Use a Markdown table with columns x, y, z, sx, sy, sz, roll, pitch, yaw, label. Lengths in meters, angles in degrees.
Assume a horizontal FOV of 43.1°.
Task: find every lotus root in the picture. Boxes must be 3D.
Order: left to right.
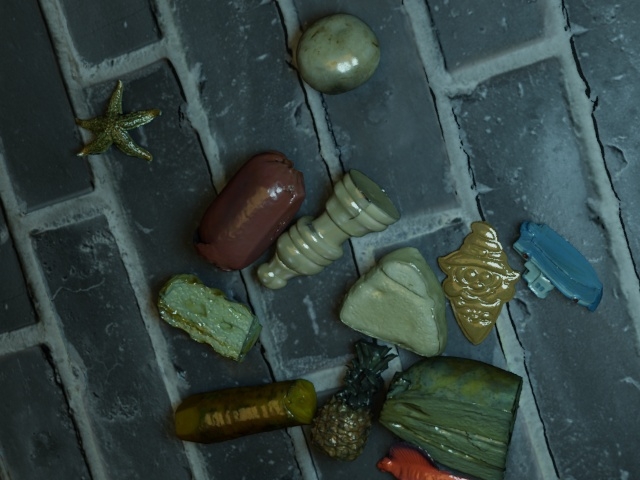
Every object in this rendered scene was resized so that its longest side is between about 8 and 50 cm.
| x | y | z | sx | sy | sz | roll | pitch | yaw | label |
| --- | --- | --- | --- | --- | --- | --- | --- | --- | --- |
| 0.252 | 0.326 | 1.590 | 0.260 | 0.149 | 0.267 | 12 | 138 | 19 | lotus root |

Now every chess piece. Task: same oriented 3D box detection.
| x | y | z | sx | sy | sz | roll | pitch | yaw | label |
| --- | --- | --- | --- | --- | --- | --- | --- | --- | --- |
| 0.000 | 0.000 | 1.641 | 0.307 | 0.138 | 0.124 | -40 | 69 | 20 | chess piece |

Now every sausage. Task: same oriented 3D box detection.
| x | y | z | sx | sy | sz | roll | pitch | yaw | label |
| --- | --- | --- | --- | --- | --- | --- | --- | --- | --- |
| -0.146 | -0.054 | 1.647 | 0.152 | 0.152 | 0.280 | 44 | 105 | 5 | sausage |

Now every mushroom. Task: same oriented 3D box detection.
| x | y | z | sx | sy | sz | roll | pitch | yaw | label |
| --- | --- | --- | --- | --- | --- | --- | --- | --- | --- |
| 0.034 | -0.362 | 1.579 | 0.166 | 0.127 | 0.166 | -3 | 74 | 9 | mushroom |

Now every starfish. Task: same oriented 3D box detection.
| x | y | z | sx | sy | sz | roll | pitch | yaw | label |
| --- | --- | --- | --- | --- | --- | --- | --- | --- | --- |
| -0.440 | -0.258 | 1.751 | 0.208 | 0.053 | 0.176 | -1 | 87 | 8 | starfish |

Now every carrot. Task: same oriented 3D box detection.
| x | y | z | sx | sy | sz | roll | pitch | yaw | label |
| --- | --- | --- | --- | --- | --- | --- | --- | --- | --- |
| -0.162 | 0.365 | 1.726 | 0.301 | 0.114 | 0.114 | -13 | 94 | 14 | carrot |

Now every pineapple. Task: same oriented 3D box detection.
| x | y | z | sx | sy | sz | roll | pitch | yaw | label |
| --- | --- | --- | --- | --- | --- | --- | --- | --- | --- |
| 0.070 | 0.321 | 1.660 | 0.128 | 0.128 | 0.248 | 24 | 97 | 10 | pineapple |

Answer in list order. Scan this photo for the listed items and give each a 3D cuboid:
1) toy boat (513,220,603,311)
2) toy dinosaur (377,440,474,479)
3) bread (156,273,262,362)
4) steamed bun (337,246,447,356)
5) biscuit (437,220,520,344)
| x | y | z | sx | sy | sz | roll | pitch | yaw | label |
| --- | --- | --- | --- | --- | --- | --- | --- | --- | --- |
| 0.449 | 0.059 | 1.560 | 0.215 | 0.088 | 0.102 | 41 | 139 | 5 | toy boat |
| 0.226 | 0.457 | 1.621 | 0.286 | 0.070 | 0.139 | -1 | 116 | 38 | toy dinosaur |
| -0.237 | 0.154 | 1.733 | 0.232 | 0.088 | 0.128 | 29 | 112 | 2 | bread |
| 0.168 | 0.106 | 1.608 | 0.231 | 0.110 | 0.212 | 23 | 125 | 7 | steamed bun |
| 0.315 | 0.086 | 1.615 | 0.162 | 0.035 | 0.250 | 2 | 99 | 18 | biscuit |
